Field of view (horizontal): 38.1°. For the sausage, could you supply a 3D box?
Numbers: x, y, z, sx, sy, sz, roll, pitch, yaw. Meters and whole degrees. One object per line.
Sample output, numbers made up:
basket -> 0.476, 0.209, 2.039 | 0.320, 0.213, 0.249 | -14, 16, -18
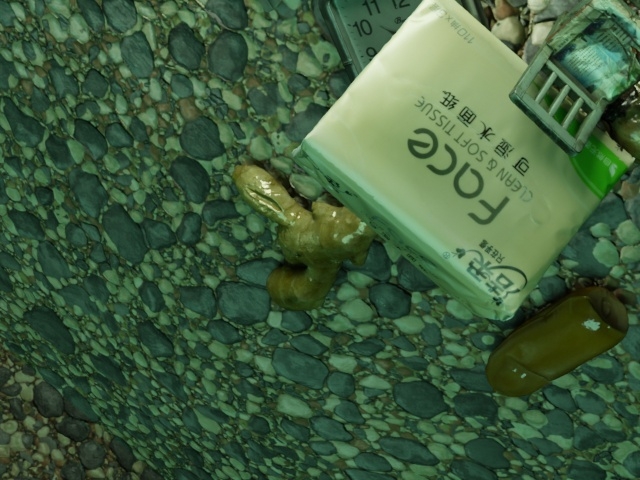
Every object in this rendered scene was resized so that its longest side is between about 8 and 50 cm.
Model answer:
sausage -> 0.441, 0.205, 1.796 | 0.134, 0.116, 0.354 | 29, 141, -14

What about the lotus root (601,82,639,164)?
lotus root -> 0.530, -0.169, 1.409 | 0.214, 0.138, 0.138 | 27, 136, 2

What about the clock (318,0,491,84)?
clock -> 0.159, -0.329, 1.563 | 0.273, 0.049, 0.279 | -5, 123, 34

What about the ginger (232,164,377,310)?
ginger -> -0.007, 0.020, 1.911 | 0.348, 0.122, 0.363 | 12, 122, 34

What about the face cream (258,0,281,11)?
face cream -> -0.040, -0.488, 1.532 | 0.314, 0.089, 0.143 | -16, 118, 48

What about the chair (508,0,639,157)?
chair -> 0.397, -0.265, 1.313 | 0.136, 0.270, 0.147 | 43, 136, -5

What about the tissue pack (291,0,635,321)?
tissue pack -> 0.211, -0.126, 1.405 | 0.405, 0.332, 0.205 | 40, 173, -2
